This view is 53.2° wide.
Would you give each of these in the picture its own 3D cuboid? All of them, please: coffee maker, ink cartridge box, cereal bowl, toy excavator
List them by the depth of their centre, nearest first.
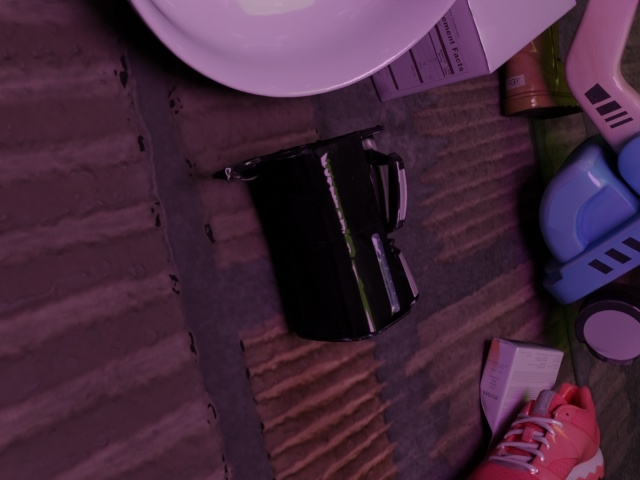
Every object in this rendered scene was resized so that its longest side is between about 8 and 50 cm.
[{"bbox_3d":[-0.021,-0.292,0.488,0.339,0.141,0.339,-20,140,-18],"label":"cereal bowl"},{"bbox_3d":[0.000,0.000,0.588,0.171,0.120,0.178,-18,99,-21],"label":"coffee maker"},{"bbox_3d":[0.411,-0.116,0.856,0.445,0.433,0.222,46,42,2],"label":"toy excavator"},{"bbox_3d":[0.266,0.229,0.887,0.145,0.045,0.179,14,95,-44],"label":"ink cartridge box"}]

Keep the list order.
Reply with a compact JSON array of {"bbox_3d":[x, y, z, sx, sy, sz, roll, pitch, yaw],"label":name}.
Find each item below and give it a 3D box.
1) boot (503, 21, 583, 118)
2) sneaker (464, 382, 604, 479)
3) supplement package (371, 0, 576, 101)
[{"bbox_3d":[0.340,-0.325,0.960,0.236,0.089,0.270,-8,91,-46],"label":"boot"},{"bbox_3d":[0.266,0.261,0.808,0.313,0.116,0.136,-6,98,-49],"label":"sneaker"},{"bbox_3d":[0.157,-0.311,0.733,0.262,0.145,0.204,-40,114,-39],"label":"supplement package"}]
